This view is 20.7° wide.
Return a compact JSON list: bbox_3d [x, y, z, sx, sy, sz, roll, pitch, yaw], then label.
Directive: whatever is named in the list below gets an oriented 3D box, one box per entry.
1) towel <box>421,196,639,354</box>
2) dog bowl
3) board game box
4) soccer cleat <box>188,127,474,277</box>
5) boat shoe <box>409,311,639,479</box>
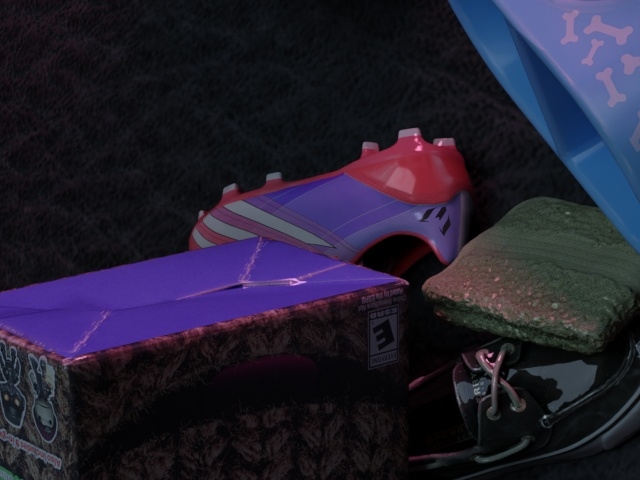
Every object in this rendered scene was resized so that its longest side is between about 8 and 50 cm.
[{"bbox_3d":[0.136,0.017,1.020,0.110,0.027,0.148,-43,32,-24],"label":"towel"},{"bbox_3d":[0.148,-0.101,0.973,0.074,0.166,0.297,-31,49,0],"label":"dog bowl"},{"bbox_3d":[-0.078,0.167,1.019,0.141,0.232,0.291,17,113,49],"label":"board game box"},{"bbox_3d":[0.000,0.000,1.182,0.248,0.083,0.095,-20,67,40],"label":"soccer cleat"},{"bbox_3d":[0.111,0.096,1.028,0.219,0.070,0.078,-32,55,37],"label":"boat shoe"}]
